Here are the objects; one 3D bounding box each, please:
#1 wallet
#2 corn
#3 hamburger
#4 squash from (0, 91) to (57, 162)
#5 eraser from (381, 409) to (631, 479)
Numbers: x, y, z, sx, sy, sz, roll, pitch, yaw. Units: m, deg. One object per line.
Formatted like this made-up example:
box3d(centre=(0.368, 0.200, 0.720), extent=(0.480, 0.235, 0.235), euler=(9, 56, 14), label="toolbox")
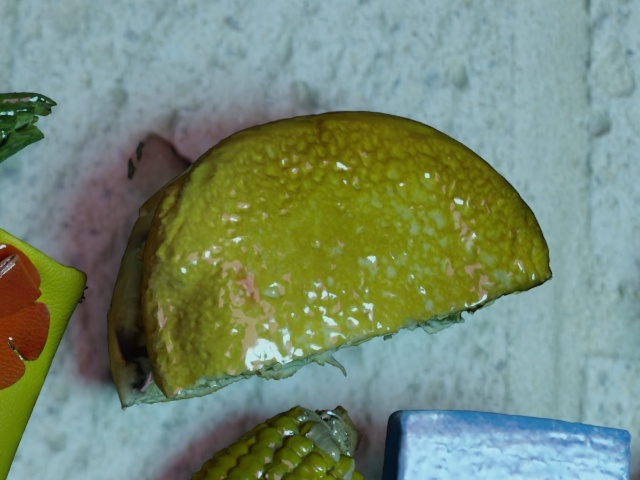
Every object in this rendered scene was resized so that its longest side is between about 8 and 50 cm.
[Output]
box3d(centre=(-0.219, 0.096, 0.894), extent=(0.141, 0.067, 0.241), euler=(37, 66, -48), label="wallet")
box3d(centre=(-0.062, 0.196, 0.947), extent=(0.097, 0.097, 0.262), euler=(44, 69, -6), label="corn")
box3d(centre=(0.000, 0.000, 0.988), extent=(0.283, 0.144, 0.157), euler=(-16, 77, -27), label="hamburger")
box3d(centre=(-0.304, -0.025, 0.911), extent=(0.341, 0.094, 0.094), euler=(-26, 88, -21), label="squash")
box3d(centre=(0.096, 0.254, 0.935), extent=(0.144, 0.042, 0.312), euler=(6, 79, -9), label="eraser")
